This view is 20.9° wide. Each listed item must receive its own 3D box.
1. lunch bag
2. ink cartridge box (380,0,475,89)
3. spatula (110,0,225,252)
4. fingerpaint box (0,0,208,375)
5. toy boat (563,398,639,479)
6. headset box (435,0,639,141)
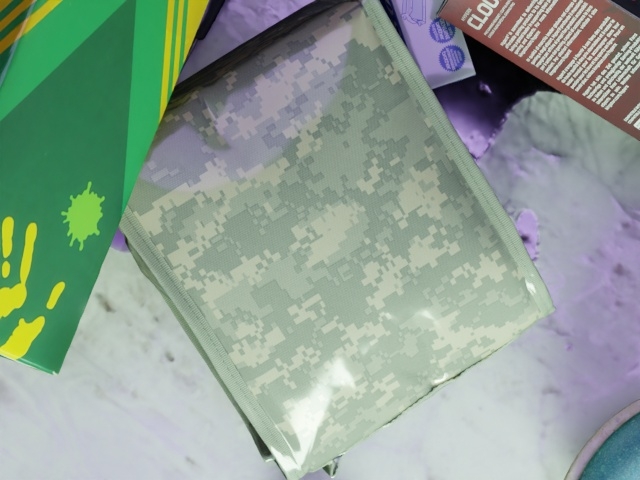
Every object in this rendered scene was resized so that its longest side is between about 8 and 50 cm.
[{"bbox_3d":[0.000,0.000,1.225,0.235,0.169,0.287,-33,102,-6],"label":"lunch bag"},{"bbox_3d":[0.055,-0.212,1.278,0.046,0.097,0.207,-20,96,-2],"label":"ink cartridge box"},{"bbox_3d":[-0.112,-0.138,1.313,0.084,0.030,0.296,25,82,3],"label":"spatula"},{"bbox_3d":[-0.312,-0.159,1.141,0.444,0.163,0.371,17,80,30],"label":"fingerpaint box"},{"bbox_3d":[0.306,0.129,1.238,0.267,0.148,0.318,2,82,-3],"label":"toy boat"},{"bbox_3d":[0.237,-0.198,1.240,0.293,0.110,0.218,31,56,-3],"label":"headset box"}]
